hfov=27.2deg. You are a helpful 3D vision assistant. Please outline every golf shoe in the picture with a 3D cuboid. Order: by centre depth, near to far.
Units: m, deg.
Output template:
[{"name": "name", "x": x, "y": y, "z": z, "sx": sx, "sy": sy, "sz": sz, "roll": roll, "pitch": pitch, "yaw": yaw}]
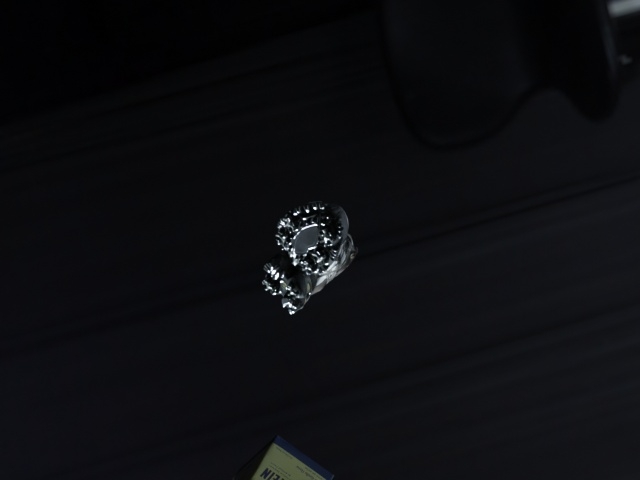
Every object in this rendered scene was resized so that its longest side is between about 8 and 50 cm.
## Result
[{"name": "golf shoe", "x": 0.000, "y": 0.000, "z": 1.442, "sx": 0.077, "sy": 0.094, "sz": 0.198, "roll": 51, "pitch": 150, "yaw": 9}]

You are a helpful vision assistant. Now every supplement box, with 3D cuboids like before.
[{"name": "supplement box", "x": -0.045, "y": 0.210, "z": 1.020, "sx": 0.056, "sy": 0.083, "sz": 0.083, "roll": 36, "pitch": 141, "yaw": -4}]
